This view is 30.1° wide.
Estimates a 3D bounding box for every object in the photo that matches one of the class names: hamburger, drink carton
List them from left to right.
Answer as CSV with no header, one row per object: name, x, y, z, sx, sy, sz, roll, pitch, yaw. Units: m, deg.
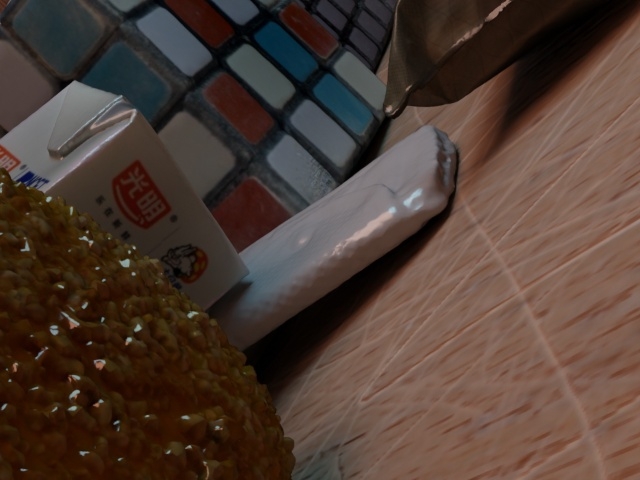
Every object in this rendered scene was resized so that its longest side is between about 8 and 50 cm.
hamburger,-0.147,0.086,0.445,0.170,0.302,0.302,-56,9,19
drink carton,-0.202,0.058,0.651,0.315,0.130,0.106,-42,36,-15

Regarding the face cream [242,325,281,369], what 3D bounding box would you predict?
face cream,-0.102,0.119,0.720,0.137,0.084,0.341,-41,6,35

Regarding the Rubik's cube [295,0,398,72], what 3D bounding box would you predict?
Rubik's cube,-0.083,-0.213,1.270,0.237,0.238,0.237,-43,13,30

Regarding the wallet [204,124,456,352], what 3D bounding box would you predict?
wallet,0.000,0.000,0.703,0.183,0.032,0.124,-35,16,23

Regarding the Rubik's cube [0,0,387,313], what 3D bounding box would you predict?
Rubik's cube,-0.133,-0.074,0.920,0.259,0.256,0.253,-44,7,27

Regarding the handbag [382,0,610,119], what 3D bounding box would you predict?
handbag,0.120,-0.185,0.694,0.182,0.117,0.270,-35,19,29
